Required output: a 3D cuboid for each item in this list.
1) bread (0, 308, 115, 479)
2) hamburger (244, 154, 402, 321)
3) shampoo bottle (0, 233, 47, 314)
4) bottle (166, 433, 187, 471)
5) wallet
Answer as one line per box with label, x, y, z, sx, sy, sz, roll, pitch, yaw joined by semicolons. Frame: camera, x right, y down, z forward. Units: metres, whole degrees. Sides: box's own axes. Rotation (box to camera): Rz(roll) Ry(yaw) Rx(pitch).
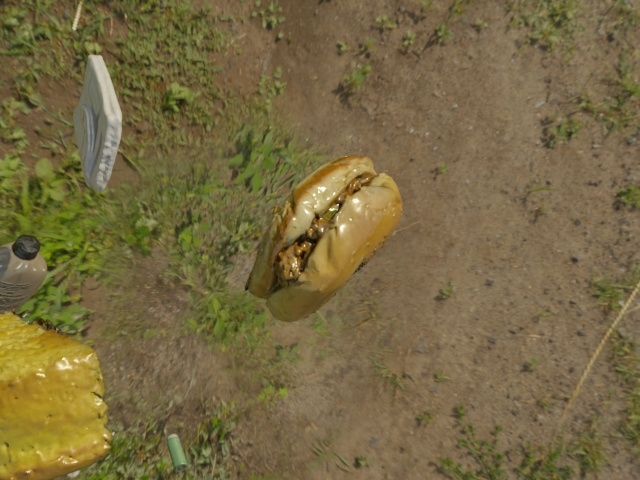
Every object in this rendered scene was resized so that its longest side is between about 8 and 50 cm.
bread;-0.354;0.178;0.664;0.147;0.260;0.161;-8;105;-47
hamburger;0.003;-0.002;1.074;0.174;0.284;0.304;45;55;4
shampoo bottle;-0.595;0.080;1.137;0.127;0.257;0.078;15;43;-44
bottle;-0.323;0.475;1.358;0.030;0.030;0.083;-25;47;-11
wallet;-0.301;-0.158;0.808;0.031;0.183;0.124;7;128;-34
